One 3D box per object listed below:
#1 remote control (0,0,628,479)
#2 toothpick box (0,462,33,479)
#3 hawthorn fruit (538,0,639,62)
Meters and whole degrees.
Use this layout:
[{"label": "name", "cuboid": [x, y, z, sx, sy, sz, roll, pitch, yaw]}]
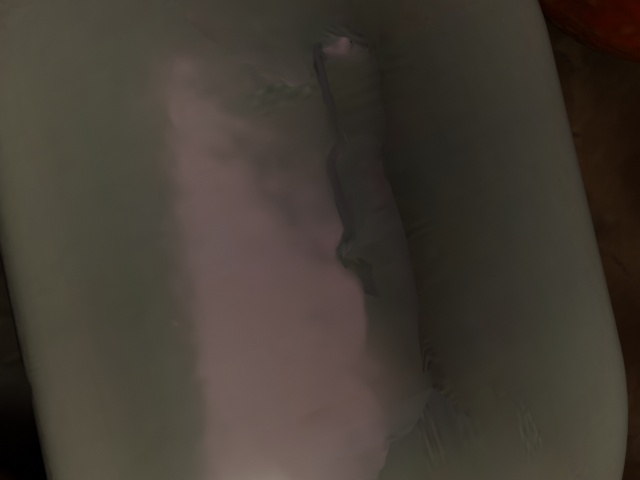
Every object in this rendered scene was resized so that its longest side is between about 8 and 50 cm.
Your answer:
[{"label": "remote control", "cuboid": [0.000, 0.000, 0.480, 0.221, 0.103, 0.332, -10, 88, -27]}, {"label": "toothpick box", "cuboid": [-0.113, 0.162, 0.543, 0.294, 0.192, 0.192, 24, 81, -15]}, {"label": "hawthorn fruit", "cuboid": [0.157, -0.173, 0.628, 0.262, 0.210, 0.210, -18, 99, -45]}]
